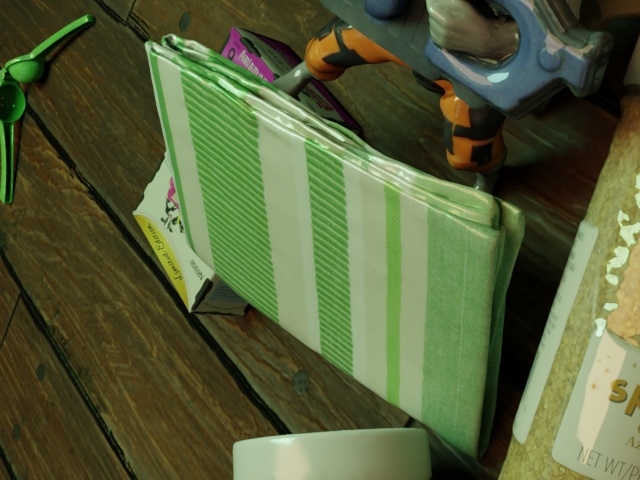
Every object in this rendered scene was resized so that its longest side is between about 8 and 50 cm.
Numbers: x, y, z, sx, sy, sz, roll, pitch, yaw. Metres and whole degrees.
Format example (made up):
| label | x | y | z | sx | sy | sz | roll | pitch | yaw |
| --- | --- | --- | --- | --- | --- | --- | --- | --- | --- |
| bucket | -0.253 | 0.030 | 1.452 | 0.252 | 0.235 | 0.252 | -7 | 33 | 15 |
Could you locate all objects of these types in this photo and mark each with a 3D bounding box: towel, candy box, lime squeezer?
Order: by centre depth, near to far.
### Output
| label | x | y | z | sx | sy | sz | roll | pitch | yaw |
| --- | --- | --- | --- | --- | --- | --- | --- | --- | --- |
| towel | 0.000 | 0.000 | 0.713 | 0.325 | 0.038 | 0.248 | 31 | 143 | 30 |
| candy box | -0.080 | -0.064 | 0.921 | 0.233 | 0.071 | 0.159 | -58 | 48 | 24 |
| lime squeezer | -0.412 | -0.207 | 1.319 | 0.310 | 0.059 | 0.110 | -56 | 47 | 24 |

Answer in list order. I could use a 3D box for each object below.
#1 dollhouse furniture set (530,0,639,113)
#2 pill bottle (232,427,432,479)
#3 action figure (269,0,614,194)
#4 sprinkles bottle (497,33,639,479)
| label | x | y | z | sx | sy | sz | roll | pitch | yaw |
| --- | --- | --- | --- | --- | --- | --- | --- | --- | --- |
| dollhouse furniture set | 0.200 | -0.173 | 0.666 | 0.151 | 0.123 | 0.144 | 103 | 154 | -63 |
| pill bottle | 0.018 | 0.302 | 0.647 | 0.188 | 0.188 | 0.334 | -18 | 70 | 44 |
| action figure | 0.048 | -0.187 | 0.620 | 0.341 | 0.178 | 0.330 | 43 | 149 | 14 |
| sprinkles bottle | 0.197 | 0.048 | 0.563 | 0.121 | 0.121 | 0.355 | 26 | 103 | 47 |
